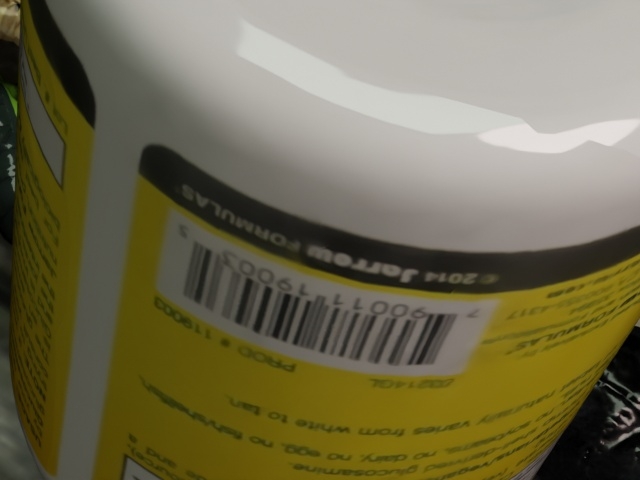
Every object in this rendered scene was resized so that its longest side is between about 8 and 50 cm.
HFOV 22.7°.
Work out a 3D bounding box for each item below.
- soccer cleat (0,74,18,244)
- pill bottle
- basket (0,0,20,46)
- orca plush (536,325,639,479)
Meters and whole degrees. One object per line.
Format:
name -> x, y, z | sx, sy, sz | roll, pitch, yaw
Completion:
soccer cleat -> -0.162, -0.057, 0.668 | 0.072, 0.060, 0.179 | -23, 57, -15
pill bottle -> 0.000, 0.000, 0.490 | 0.187, 0.334, 0.188 | 6, 56, -9
basket -> -0.136, -0.221, 0.644 | 0.299, 0.213, 0.223 | 10, 31, -7
orca plush -> 0.156, 0.069, 0.619 | 0.151, 0.102, 0.287 | -23, 64, -25
